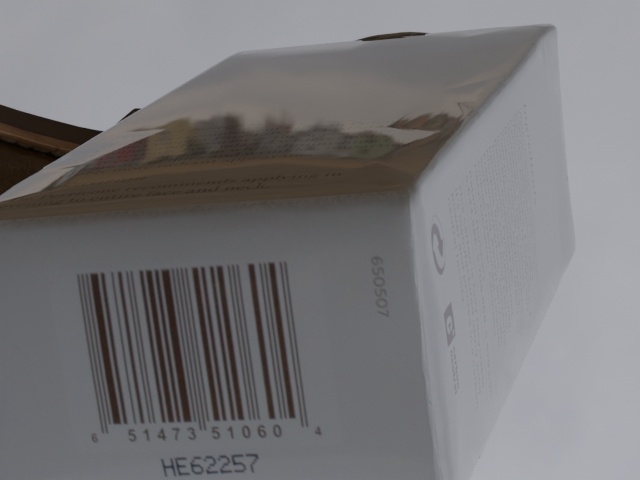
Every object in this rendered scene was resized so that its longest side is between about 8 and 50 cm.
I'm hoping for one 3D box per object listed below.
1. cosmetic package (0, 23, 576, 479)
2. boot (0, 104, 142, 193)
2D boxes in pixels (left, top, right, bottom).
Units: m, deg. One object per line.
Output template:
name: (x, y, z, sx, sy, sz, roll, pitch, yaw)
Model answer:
cosmetic package: (0.000, 0.000, 0.515, 0.117, 0.085, 0.231, -3, -166, 17)
boot: (-0.122, 0.023, 0.601, 0.305, 0.115, 0.112, -2, 152, -35)
